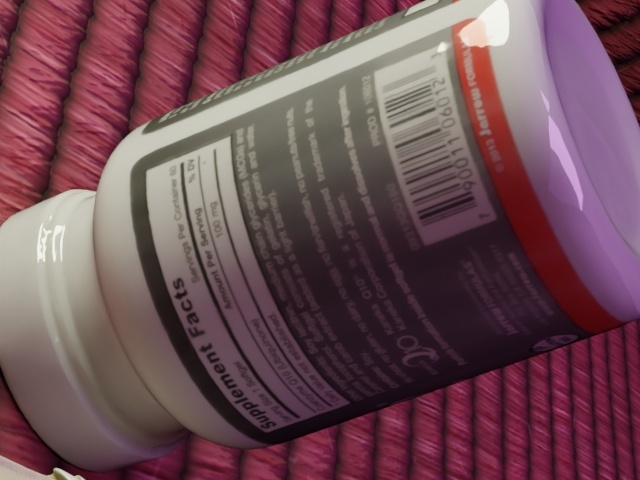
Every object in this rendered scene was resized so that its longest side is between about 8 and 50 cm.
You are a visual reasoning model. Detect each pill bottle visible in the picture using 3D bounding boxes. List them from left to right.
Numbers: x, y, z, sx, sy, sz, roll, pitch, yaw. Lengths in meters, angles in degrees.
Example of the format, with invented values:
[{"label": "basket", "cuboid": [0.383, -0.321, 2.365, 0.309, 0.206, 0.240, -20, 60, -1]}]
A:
[{"label": "pill bottle", "cuboid": [0.000, 0.000, 1.090, 0.210, 0.363, 0.210, 49, 29, -40]}]

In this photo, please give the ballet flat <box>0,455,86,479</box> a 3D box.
[{"label": "ballet flat", "cuboid": [-0.155, 0.148, 0.990, 0.248, 0.086, 0.086, 37, 39, -53]}]
